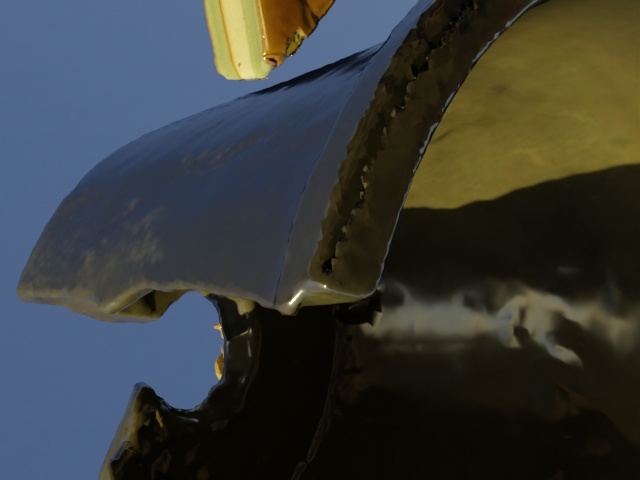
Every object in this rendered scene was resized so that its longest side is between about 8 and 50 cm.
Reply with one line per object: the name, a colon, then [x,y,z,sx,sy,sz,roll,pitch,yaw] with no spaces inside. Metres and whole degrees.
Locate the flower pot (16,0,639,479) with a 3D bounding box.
flower pot: [0.034,0.060,0.673,0.379,0.251,0.380,-3,-86,-48]

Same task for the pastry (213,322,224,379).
pastry: [0.000,0.000,1.020,0.154,0.250,0.102,19,-155,18]

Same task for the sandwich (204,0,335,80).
sandwich: [-0.072,-0.223,1.220,0.163,0.079,0.113,49,-117,-31]
